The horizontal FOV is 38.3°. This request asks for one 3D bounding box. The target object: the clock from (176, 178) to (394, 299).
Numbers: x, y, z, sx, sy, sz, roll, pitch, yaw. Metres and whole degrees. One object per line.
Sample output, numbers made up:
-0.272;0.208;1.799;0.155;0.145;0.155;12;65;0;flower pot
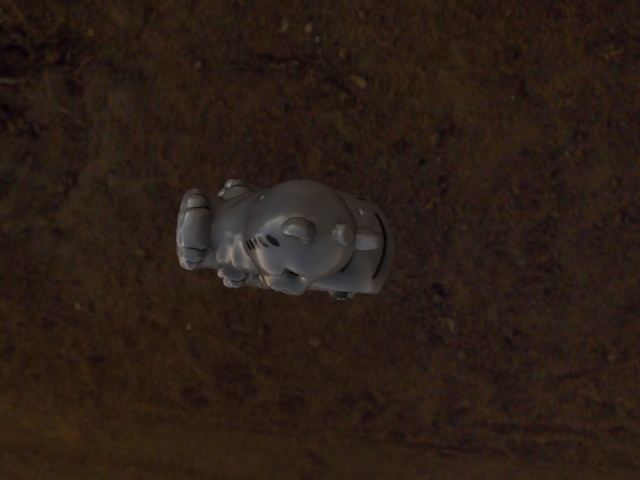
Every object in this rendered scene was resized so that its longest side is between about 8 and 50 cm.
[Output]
0.000;0.001;0.646;0.117;0.080;0.176;3;176;38;clock
